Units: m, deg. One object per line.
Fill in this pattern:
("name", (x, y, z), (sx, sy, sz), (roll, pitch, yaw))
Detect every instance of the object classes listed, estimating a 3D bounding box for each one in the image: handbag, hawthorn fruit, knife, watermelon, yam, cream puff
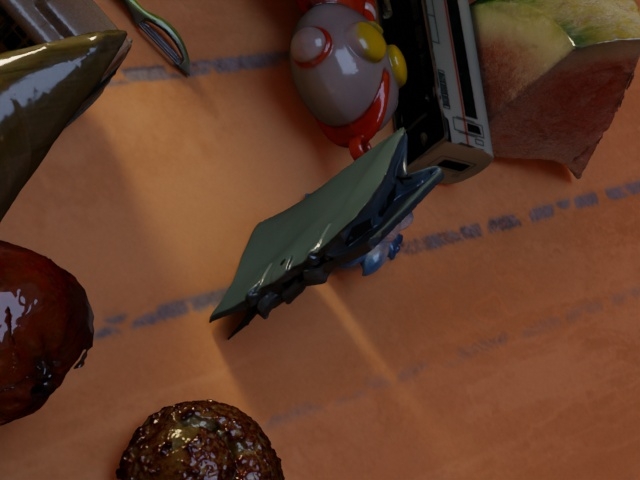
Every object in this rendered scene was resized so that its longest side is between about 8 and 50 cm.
("handbag", (0.000, 0.000, 1.247), (0.057, 0.221, 0.144), (47, 44, -12))
("hawthorn fruit", (-0.260, 0.060, 1.057), (0.172, 0.148, 0.148), (32, 41, 19))
("knife", (-0.182, -0.230, 1.363), (0.184, 0.022, 0.026), (46, 71, -12))
("watermelon", (0.260, -0.198, 1.617), (0.193, 0.232, 0.310), (12, 15, -33))
("yam", (0.063, -0.285, 1.587), (0.014, 0.014, 0.107), (17, 42, -33))
("cream puff", (-0.090, 0.195, 1.161), (0.149, 0.084, 0.149), (21, 52, -30))

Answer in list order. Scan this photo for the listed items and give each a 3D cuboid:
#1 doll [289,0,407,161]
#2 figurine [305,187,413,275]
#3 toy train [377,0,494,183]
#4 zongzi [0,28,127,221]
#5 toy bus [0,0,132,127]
("doll", (0.020, -0.227, 1.466), (0.200, 0.105, 0.337), (35, 42, -54))
("figurine", (0.030, -0.019, 1.398), (0.114, 0.079, 0.114), (0, 52, 0))
("toy train", (0.119, -0.262, 1.586), (0.088, 0.086, 0.407), (10, 61, -31))
("zongzi", (-0.261, 0.033, 0.922), (0.360, 0.160, 0.323), (-18, 69, -3))
("toy bus", (-0.251, -0.190, 1.223), (0.182, 0.103, 0.091), (49, 46, -9))
